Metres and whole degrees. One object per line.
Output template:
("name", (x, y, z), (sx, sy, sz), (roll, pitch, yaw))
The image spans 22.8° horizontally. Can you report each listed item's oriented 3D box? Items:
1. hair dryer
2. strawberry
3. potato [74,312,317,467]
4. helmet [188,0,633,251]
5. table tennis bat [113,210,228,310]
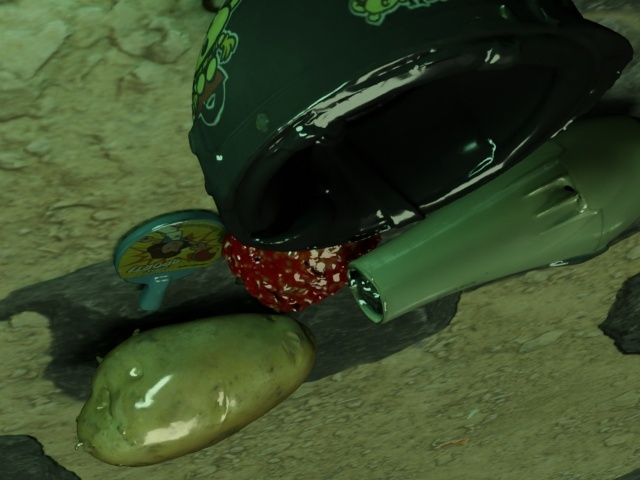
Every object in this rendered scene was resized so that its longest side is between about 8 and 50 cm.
("hair dryer", (0.122, 0.009, 1.348), (0.296, 0.119, 0.298), (-22, 170, -41))
("strawberry", (-0.001, 0.002, 1.316), (0.192, 0.085, 0.140), (-30, 155, 19))
("potato", (-0.122, 0.132, 1.500), (0.235, 0.128, 0.161), (-25, 172, 7))
("helmet", (0.039, -0.113, 0.985), (0.279, 0.160, 0.230), (-21, 159, -23))
("table tennis bat", (-0.131, 0.018, 1.349), (0.100, 0.019, 0.155), (-8, 154, -25))
